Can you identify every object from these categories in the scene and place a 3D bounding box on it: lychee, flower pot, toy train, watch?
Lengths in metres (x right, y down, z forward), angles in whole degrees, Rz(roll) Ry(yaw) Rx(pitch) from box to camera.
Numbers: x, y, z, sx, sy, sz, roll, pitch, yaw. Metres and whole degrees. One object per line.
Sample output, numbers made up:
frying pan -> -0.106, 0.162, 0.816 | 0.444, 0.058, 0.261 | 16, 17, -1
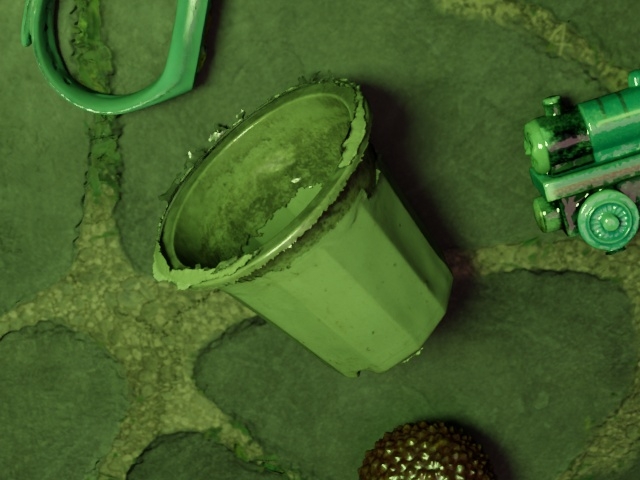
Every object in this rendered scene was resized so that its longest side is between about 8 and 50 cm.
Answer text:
lychee -> 0.138, 0.315, 1.206 | 0.188, 0.188, 0.188 | -1, 114, -1
flower pot -> 0.000, 0.000, 1.037 | 0.290, 0.290, 0.259 | -37, 122, 14
toy train -> 0.374, -0.109, 1.060 | 0.298, 0.120, 0.194 | -17, 106, 6
watch -> -0.210, -0.250, 1.009 | 0.195, 0.068, 0.237 | 13, 117, -5
